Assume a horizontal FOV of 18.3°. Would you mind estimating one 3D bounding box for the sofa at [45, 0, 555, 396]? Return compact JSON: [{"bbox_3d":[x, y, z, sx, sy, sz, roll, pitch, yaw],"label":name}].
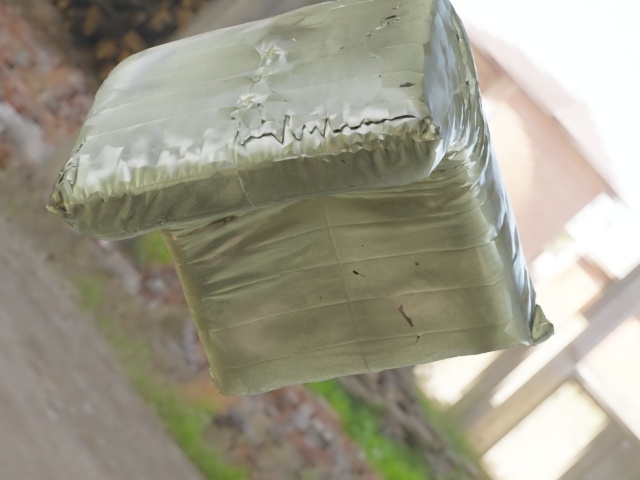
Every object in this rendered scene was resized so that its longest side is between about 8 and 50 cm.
[{"bbox_3d":[0.000,0.000,1.050,0.176,0.210,0.225,-80,157,-56],"label":"sofa"}]
